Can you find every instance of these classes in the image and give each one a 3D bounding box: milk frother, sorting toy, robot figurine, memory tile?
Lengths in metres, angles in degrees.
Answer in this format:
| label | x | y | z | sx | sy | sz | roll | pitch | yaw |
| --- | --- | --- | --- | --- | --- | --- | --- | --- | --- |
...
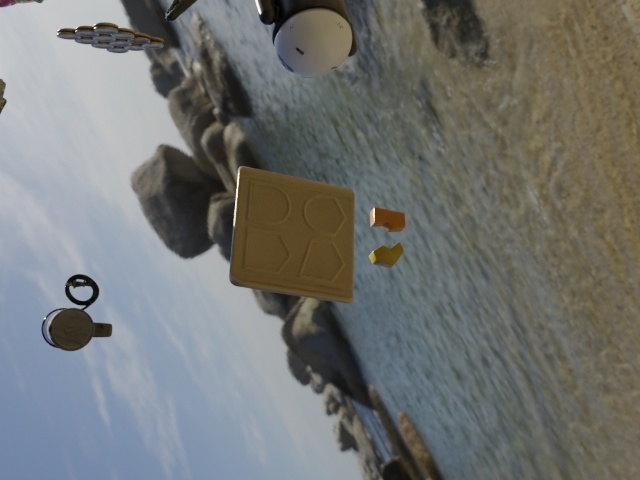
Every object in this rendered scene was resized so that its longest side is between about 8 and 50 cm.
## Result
| label | x | y | z | sx | sy | sz | roll | pitch | yaw |
| --- | --- | --- | --- | --- | --- | --- | --- | --- | --- |
| milk frother | -0.491 | 0.142 | 1.473 | 0.134 | 0.129 | 0.143 | -11 | 93 | 62 |
| sorting toy | 0.000 | 0.000 | 1.250 | 0.041 | 0.307 | 0.229 | 129 | 147 | -56 |
| robot figurine | -0.030 | -0.479 | 1.581 | 0.174 | 0.209 | 0.278 | 81 | 177 | -60 |
| memory tile | -0.333 | -0.324 | 1.180 | 0.148 | 0.113 | 0.012 | -3 | -87 | -64 |

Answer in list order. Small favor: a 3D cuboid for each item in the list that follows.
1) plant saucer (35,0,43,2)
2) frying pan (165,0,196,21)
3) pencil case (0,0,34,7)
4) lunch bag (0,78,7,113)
| label | x | y | z | sx | sy | sz | roll | pitch | yaw |
| --- | --- | --- | --- | --- | --- | --- | --- | --- | --- |
| plant saucer | -0.397 | -0.356 | 0.852 | 0.192 | 0.067 | 0.018 | 28 | -178 | -42 |
| frying pan | -0.132 | -0.375 | 0.944 | 0.197 | 0.326 | 0.053 | 5 | 137 | 55 |
| pencil case | -0.690 | -0.631 | 1.766 | 0.124 | 0.124 | 0.284 | 63 | -150 | -12 |
| lunch bag | -0.573 | -0.131 | 0.999 | 0.168 | 0.235 | 0.287 | 30 | -164 | 30 |
